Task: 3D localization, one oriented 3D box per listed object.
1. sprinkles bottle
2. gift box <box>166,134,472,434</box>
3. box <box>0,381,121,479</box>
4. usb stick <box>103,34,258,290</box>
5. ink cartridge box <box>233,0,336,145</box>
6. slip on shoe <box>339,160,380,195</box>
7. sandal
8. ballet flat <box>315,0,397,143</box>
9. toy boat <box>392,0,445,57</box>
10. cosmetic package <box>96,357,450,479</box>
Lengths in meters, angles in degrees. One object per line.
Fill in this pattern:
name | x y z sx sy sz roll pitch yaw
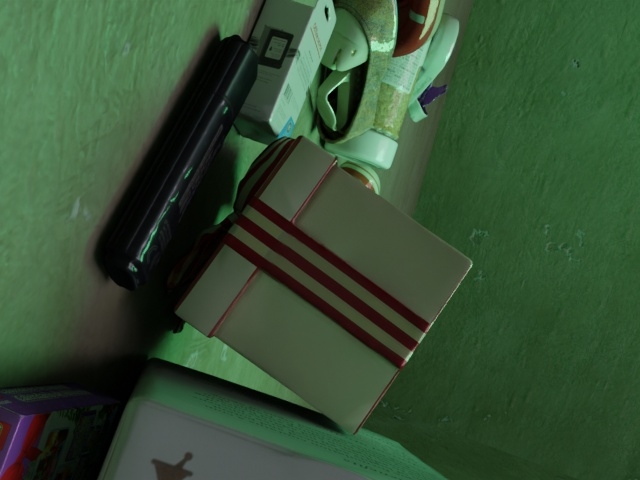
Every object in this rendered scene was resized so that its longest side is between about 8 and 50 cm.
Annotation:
sprinkles bottle | 0.115 -0.304 1.489 0.121 0.121 0.355 13 96 -79
gift box | -0.021 0.052 0.999 0.255 0.258 0.276 -54 -179 -10
box | -0.270 0.263 0.705 0.201 0.057 0.293 48 61 -79
usb stick | -0.131 -0.081 0.854 0.077 0.045 0.278 102 11 -65
ink cartridge box | -0.044 -0.209 1.020 0.104 0.060 0.180 61 49 -75
slip on shoe | 0.060 -0.021 1.729 0.101 0.123 0.331 -53 157 -26
sandal | 0.195 -0.297 1.699 0.416 0.102 0.169 142 -30 -78
ballet flat | 0.043 -0.257 1.288 0.106 0.107 0.316 -35 150 -27
toy boat | 0.100 -0.385 1.320 0.151 0.151 0.231 -24 140 -33
cosmetic package | -0.073 0.325 0.822 0.393 0.329 0.327 159 -48 -81
